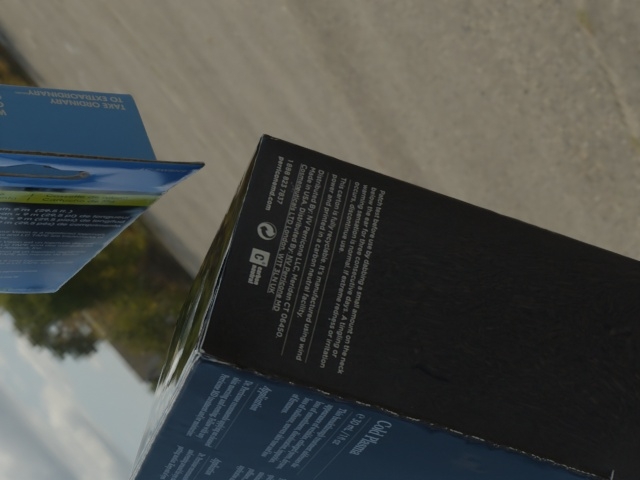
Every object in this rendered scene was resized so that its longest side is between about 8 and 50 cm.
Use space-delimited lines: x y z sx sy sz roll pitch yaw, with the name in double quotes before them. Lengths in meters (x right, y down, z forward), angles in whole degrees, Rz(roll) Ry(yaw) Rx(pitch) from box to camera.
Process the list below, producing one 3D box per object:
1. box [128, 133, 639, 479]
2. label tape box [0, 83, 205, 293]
"box" 0.042 0.116 1.020 0.312 0.179 0.343 19 151 -8
"label tape box" -0.266 -0.053 0.998 0.334 0.241 0.106 -32 61 55
